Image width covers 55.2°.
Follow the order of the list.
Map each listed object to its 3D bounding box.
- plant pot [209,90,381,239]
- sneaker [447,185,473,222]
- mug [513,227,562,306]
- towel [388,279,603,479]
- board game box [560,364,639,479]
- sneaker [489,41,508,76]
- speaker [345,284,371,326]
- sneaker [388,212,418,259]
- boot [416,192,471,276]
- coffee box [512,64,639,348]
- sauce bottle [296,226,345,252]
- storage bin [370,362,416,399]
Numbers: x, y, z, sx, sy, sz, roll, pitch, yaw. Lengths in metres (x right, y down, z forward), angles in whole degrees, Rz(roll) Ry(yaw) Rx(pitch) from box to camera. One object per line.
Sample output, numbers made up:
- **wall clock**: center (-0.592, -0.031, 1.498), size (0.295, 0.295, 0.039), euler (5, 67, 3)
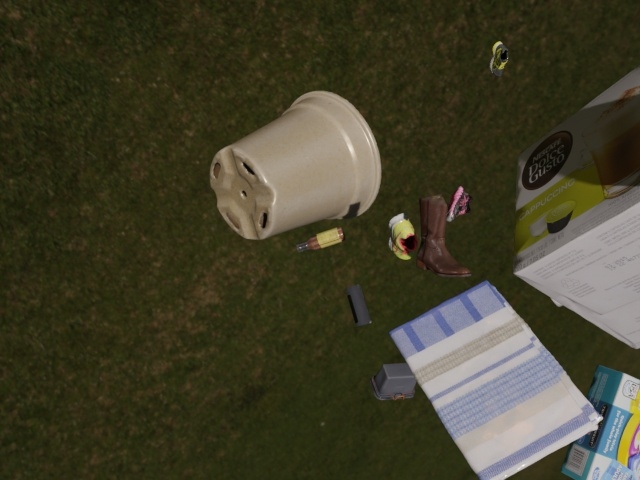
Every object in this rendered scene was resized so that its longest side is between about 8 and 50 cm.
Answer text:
- **plant pot**: center (-0.078, -0.156, 1.453), size (0.305, 0.333, 0.334), euler (-29, 142, -39)
- **sneaker**: center (0.340, -0.081, 1.489), size (0.119, 0.057, 0.047), euler (-57, -175, -39)
- **mug**: center (0.779, 0.016, 1.773), size (0.328, 0.276, 0.374), euler (-32, -174, 21)
- **towel**: center (0.264, 0.213, 0.958), size (0.209, 0.285, 0.034), euler (-26, 147, -10)
- **board game box**: center (0.733, 0.460, 1.392), size (0.336, 0.079, 0.254), euler (24, 85, -21)
- **sneaker**: center (0.399, -0.399, 1.363), size (0.031, 0.035, 0.083), euler (-25, 136, -7)
- **speaker**: center (0.126, 0.216, 2.040), size (0.055, 0.136, 0.055), euler (-16, 171, -3)
- **sneaker**: center (0.263, 0.010, 1.893), size (0.081, 0.094, 0.208), euler (-29, 145, -3)
- **boot**: center (0.178, -0.009, 0.883), size (0.037, 0.106, 0.114), euler (-3, 102, -38)
- **coffee box**: center (0.604, -0.058, 1.144), size (0.337, 0.338, 0.335), euler (-42, -155, 49)
- **sauce bottle**: center (0.000, 0.000, 1.592), size (0.128, 0.042, 0.042), euler (-16, 145, 8)
- **storage bin**: center (0.233, 0.427, 1.867), size (0.135, 0.098, 0.091), euler (0, 132, -19)
